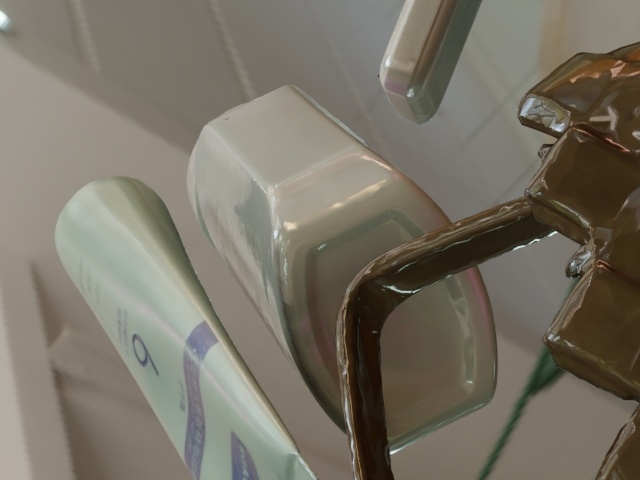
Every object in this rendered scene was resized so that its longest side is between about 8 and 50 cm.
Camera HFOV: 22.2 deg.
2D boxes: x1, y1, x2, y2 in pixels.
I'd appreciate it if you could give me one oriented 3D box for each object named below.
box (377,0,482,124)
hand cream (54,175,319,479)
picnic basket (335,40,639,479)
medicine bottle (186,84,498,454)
[{"bbox_3d":[0.107,-0.219,1.080,0.044,0.285,0.142,22,179,10],"label":"box"},{"bbox_3d":[-0.063,0.066,0.834,0.067,0.109,0.321,-10,-146,-22],"label":"hand cream"},{"bbox_3d":[0.161,0.072,0.599,0.291,0.321,0.254,38,-144,-51],"label":"picnic basket"},{"bbox_3d":[0.000,0.000,0.933,0.161,0.111,0.296,67,172,-20],"label":"medicine bottle"}]
